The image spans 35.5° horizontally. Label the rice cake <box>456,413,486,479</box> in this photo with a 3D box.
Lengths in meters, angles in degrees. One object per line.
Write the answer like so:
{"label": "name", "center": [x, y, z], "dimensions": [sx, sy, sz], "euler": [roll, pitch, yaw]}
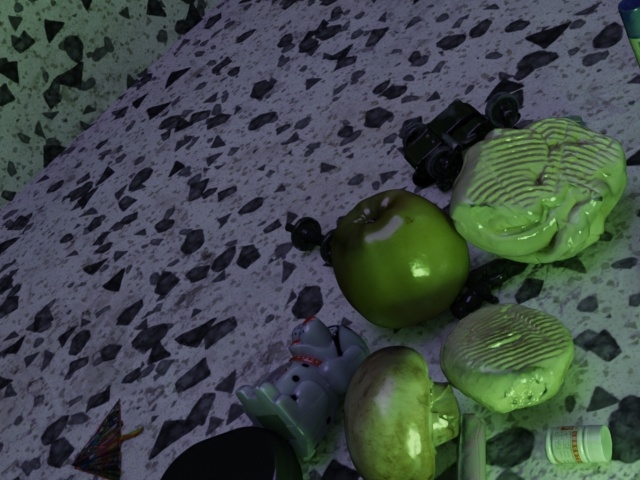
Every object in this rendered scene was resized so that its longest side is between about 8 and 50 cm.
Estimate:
{"label": "rice cake", "center": [0.236, 0.382, 1.562], "dimensions": [0.048, 0.055, 0.270], "euler": [-14, 37, 20]}

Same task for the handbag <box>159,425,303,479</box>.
{"label": "handbag", "center": [-0.166, 0.459, 1.758], "dimensions": [0.307, 0.093, 0.254], "euler": [-23, 43, 24]}

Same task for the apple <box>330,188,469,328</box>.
{"label": "apple", "center": [0.143, 0.038, 1.890], "dimensions": [0.262, 0.262, 0.262], "euler": [-22, 37, 18]}

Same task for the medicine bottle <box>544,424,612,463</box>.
{"label": "medicine bottle", "center": [0.390, 0.309, 1.517], "dimensions": [0.089, 0.057, 0.057], "euler": [-10, 42, 31]}

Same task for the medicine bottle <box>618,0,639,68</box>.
{"label": "medicine bottle", "center": [0.644, -0.373, 1.962], "dimensions": [0.059, 0.231, 0.059], "euler": [-22, 37, 18]}

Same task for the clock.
{"label": "clock", "center": [-0.008, 0.251, 1.835], "dimensions": [0.188, 0.189, 0.254], "euler": [14, 52, 47]}

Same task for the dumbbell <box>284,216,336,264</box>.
{"label": "dumbbell", "center": [0.000, 0.000, 2.188], "dimensions": [0.081, 0.082, 0.254], "euler": [-47, 36, -17]}

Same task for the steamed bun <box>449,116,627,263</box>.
{"label": "steamed bun", "center": [0.394, -0.078, 1.850], "dimensions": [0.319, 0.206, 0.275], "euler": [0, 54, 3]}

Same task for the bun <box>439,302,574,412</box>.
{"label": "bun", "center": [0.300, 0.203, 1.633], "dimensions": [0.220, 0.134, 0.220], "euler": [-7, 30, 4]}

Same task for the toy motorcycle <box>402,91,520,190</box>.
{"label": "toy motorcycle", "center": [0.302, -0.222, 2.175], "dimensions": [0.275, 0.127, 0.205], "euler": [-40, 33, 5]}

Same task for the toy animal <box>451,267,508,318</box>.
{"label": "toy animal", "center": [0.298, 0.098, 1.854], "dimensions": [0.136, 0.047, 0.065], "euler": [-48, 28, -9]}

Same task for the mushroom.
{"label": "mushroom", "center": [0.125, 0.296, 1.613], "dimensions": [0.184, 0.255, 0.255], "euler": [-11, 33, -12]}

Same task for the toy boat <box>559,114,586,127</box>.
{"label": "toy boat", "center": [0.502, -0.201, 2.061], "dimensions": [0.096, 0.034, 0.122], "euler": [-13, 49, 29]}

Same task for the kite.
{"label": "kite", "center": [-0.452, 0.426, 2.116], "dimensions": [0.183, 0.014, 0.241], "euler": [-25, 35, 12]}
